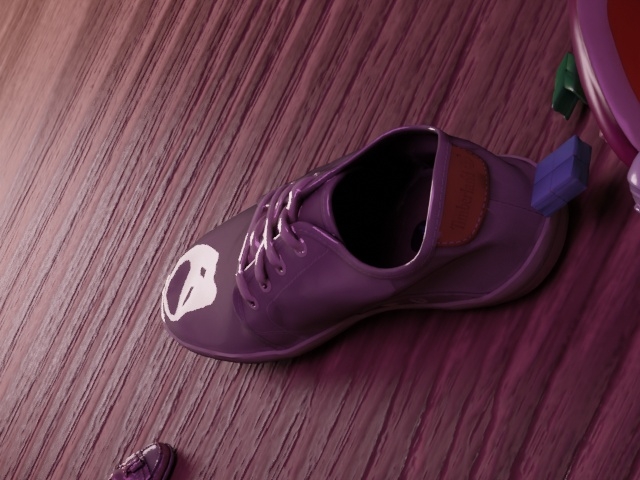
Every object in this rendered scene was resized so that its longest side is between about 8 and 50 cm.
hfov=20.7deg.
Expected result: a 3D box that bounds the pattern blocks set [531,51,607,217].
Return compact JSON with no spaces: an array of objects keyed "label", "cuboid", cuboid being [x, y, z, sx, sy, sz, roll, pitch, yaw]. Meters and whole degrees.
[{"label":"pattern blocks set","cuboid":[0.270,-0.153,1.223,0.325,0.026,0.285,-33,30,49]}]

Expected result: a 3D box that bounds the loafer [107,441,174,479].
[{"label":"loafer","cuboid":[-0.182,0.230,1.597,0.125,0.039,0.045,-51,38,18]}]

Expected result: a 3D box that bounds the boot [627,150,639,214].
[{"label":"boot","cuboid":[0.267,0.058,0.997,0.123,0.258,0.095,-60,-3,11]}]

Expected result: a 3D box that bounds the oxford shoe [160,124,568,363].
[{"label":"oxford shoe","cuboid":[0.000,0.000,1.440,0.449,0.130,0.169,-13,61,48]}]

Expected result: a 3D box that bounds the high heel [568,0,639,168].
[{"label":"high heel","cuboid":[0.219,-0.148,1.204,0.181,0.127,0.377,101,-179,-51]}]
